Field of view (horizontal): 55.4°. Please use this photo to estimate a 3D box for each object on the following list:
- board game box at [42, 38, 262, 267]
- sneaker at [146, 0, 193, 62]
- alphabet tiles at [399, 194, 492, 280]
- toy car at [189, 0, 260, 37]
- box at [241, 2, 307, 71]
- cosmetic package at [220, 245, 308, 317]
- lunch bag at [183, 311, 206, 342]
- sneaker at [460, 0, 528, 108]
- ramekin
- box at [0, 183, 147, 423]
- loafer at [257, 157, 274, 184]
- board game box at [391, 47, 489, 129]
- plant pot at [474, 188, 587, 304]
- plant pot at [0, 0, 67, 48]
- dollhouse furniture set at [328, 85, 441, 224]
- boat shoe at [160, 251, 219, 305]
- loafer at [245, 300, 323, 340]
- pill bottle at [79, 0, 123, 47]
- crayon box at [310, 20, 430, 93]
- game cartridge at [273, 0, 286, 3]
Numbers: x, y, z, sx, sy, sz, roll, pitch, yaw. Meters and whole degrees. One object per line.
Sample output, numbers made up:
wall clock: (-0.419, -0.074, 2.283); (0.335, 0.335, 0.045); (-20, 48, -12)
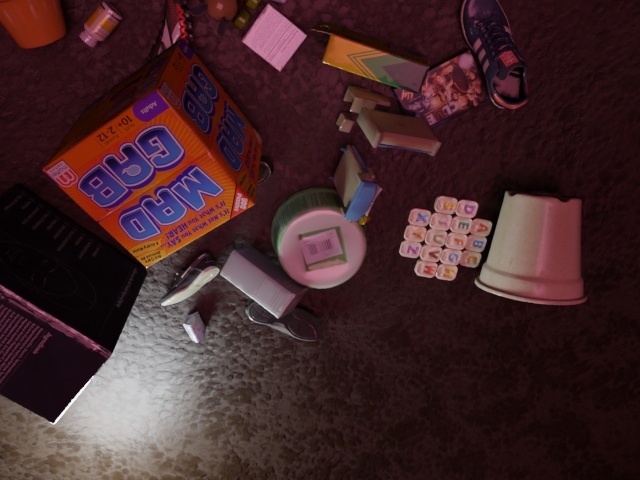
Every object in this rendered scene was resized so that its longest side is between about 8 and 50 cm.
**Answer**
board game box: (-0.404, -0.226, 1.577); (0.357, 0.356, 0.356); (-28, 121, 18)
sneaker: (-0.408, -0.531, 1.649); (0.135, 0.097, 0.276); (-2, 114, -7)
alphabet tiles: (0.407, -0.006, 1.981); (0.278, 0.021, 0.284); (10, 110, -9)
toy car: (-0.261, -0.598, 1.570); (0.155, 0.188, 0.149); (32, 140, -17)
box: (-0.127, -0.559, 1.678); (0.137, 0.072, 0.126); (36, 104, -17)
cosmetic package: (-0.173, 0.124, 1.875); (0.238, 0.127, 0.107); (38, 107, 10)
lunch bag: (-0.411, 0.285, 1.988); (0.053, 0.083, 0.071); (-22, 113, 3)
sneaker: (0.503, -0.530, 1.707); (0.131, 0.148, 0.350); (-28, 112, 6)
ramekin: (0.000, 0.000, 1.875); (0.304, 0.148, 0.303); (-2, 112, -4)
box: (-0.793, 0.155, 1.687); (0.472, 0.480, 0.297); (36, 106, -17)
loafer: (-0.239, -0.174, 1.820); (0.220, 0.078, 0.080); (-26, 112, 6)
board game box: (0.353, -0.431, 1.791); (0.243, 0.042, 0.165); (-27, 112, 6)
plant pot: (0.663, 0.005, 1.871); (0.334, 0.334, 0.305); (4, 101, -7)
plant pot: (-0.746, -0.603, 1.550); (0.205, 0.205, 0.187); (-13, 128, 0)
dollhouse furniture set: (0.157, -0.234, 1.776); (0.198, 0.286, 0.303); (5, 129, -26)
boat shoe: (-0.424, 0.128, 1.940); (0.233, 0.084, 0.079); (-38, 72, 17)
loafer: (-0.121, 0.261, 2.021); (0.268, 0.084, 0.096); (22, 77, -17)
pill bottle: (-0.590, -0.576, 1.632); (0.116, 0.065, 0.065); (-43, 109, 11)
crayon box: (0.127, -0.496, 1.639); (0.319, 0.202, 0.081); (19, 116, -1)
game cartridge: (-0.178, -0.769, 1.600); (0.294, 0.060, 0.196); (32, 102, -16)
